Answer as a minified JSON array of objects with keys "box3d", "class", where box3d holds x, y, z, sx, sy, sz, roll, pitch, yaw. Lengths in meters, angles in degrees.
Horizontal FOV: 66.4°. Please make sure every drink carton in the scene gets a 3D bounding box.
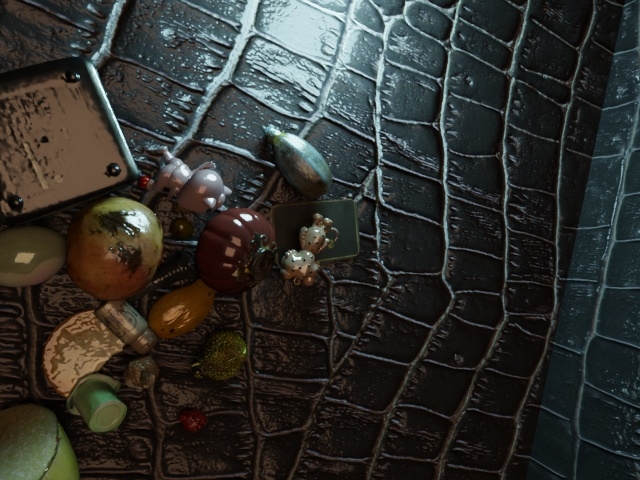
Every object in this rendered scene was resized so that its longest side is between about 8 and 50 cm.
[{"box3d":[-0.696,0.521,1.543,0.144,0.142,0.146,39,78,-44],"class":"drink carton"}]

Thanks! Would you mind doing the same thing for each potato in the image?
[{"box3d":[-0.865,0.715,1.350,0.385,0.442,0.320,-29,118,-32],"class":"potato"}]

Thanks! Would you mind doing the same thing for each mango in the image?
[{"box3d":[-0.466,0.231,1.670,0.262,0.109,0.157,-39,103,-19],"class":"mango"}]

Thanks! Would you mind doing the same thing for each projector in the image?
[{"box3d":[-0.795,-0.283,1.424,0.405,0.242,0.395,-24,103,-20],"class":"projector"}]

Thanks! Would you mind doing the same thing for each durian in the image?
[{"box3d":[-0.346,0.407,1.718,0.159,0.146,0.198,37,94,-21],"class":"durian"}]

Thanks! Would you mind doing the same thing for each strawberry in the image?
[{"box3d":[-0.452,0.631,1.718,0.096,0.083,0.083,26,82,-16],"class":"strawberry"}]

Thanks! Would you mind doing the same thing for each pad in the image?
[{"box3d":[0.000,0.001,1.890,0.375,0.063,0.315,-7,96,-23],"class":"pad"}]

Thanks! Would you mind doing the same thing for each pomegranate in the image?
[{"box3d":[-0.620,0.024,1.481,0.322,0.322,0.322,-1,93,-24],"class":"pomegranate"}]

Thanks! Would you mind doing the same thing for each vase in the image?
[{"box3d":[-0.542,0.129,1.640,0.237,0.115,0.115,-29,104,-16],"class":"vase"}]

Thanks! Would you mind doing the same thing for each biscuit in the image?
[{"box3d":[-0.763,0.336,1.578,0.309,0.040,0.204,-48,111,-17],"class":"biscuit"}]

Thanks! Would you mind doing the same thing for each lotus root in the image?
[{"box3d":[-0.082,-0.294,1.797,0.158,0.140,0.322,-46,107,-15],"class":"lotus root"}]

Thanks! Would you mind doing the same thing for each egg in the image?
[{"box3d":[-0.858,0.043,1.444,0.217,0.183,0.183,-13,98,-15],"class":"egg"}]

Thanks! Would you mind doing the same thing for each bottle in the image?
[{"box3d":[-0.619,0.275,1.568,0.209,0.110,0.097,52,51,-14],"class":"bottle"}]

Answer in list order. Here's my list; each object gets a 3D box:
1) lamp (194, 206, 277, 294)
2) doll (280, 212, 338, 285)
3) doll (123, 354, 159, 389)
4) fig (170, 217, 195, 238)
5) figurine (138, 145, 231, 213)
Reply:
[{"box3d":[-0.285,0.036,1.654,0.303,0.257,0.303,-41,144,-39],"class":"lamp"},{"box3d":[-0.040,0.037,1.827,0.154,0.119,0.278,35,79,-22],"class":"doll"},{"box3d":[-0.576,0.424,1.573,0.105,0.221,0.115,29,68,-11],"class":"doll"},{"box3d":[-0.471,-0.040,1.676,0.088,0.074,0.074,20,84,-50],"class":"fig"},{"box3d":[-0.452,-0.186,1.652,0.287,0.186,0.176,26,42,-3],"class":"figurine"}]
